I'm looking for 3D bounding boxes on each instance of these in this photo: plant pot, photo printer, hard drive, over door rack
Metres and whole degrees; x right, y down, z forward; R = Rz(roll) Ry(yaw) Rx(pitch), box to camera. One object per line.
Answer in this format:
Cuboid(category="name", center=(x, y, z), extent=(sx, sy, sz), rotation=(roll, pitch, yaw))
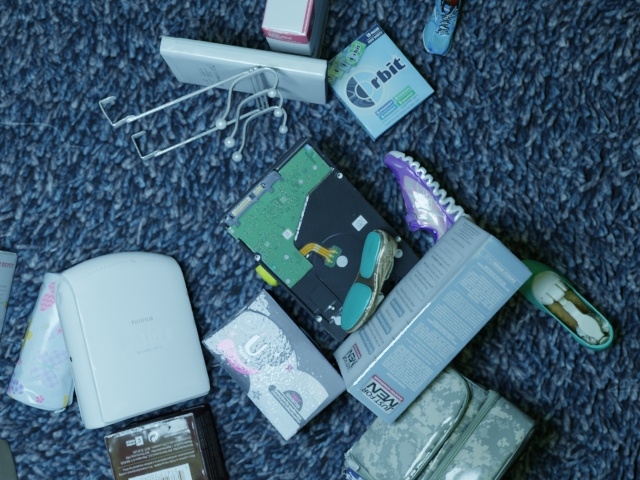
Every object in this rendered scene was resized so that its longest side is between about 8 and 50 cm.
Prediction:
Cuboid(category="plant pot", center=(-0.660, 0.437, 1.599), extent=(0.109, 0.109, 0.096), rotation=(-6, 73, 1))
Cuboid(category="photo printer", center=(-0.357, 0.174, 1.556), extent=(0.256, 0.107, 0.307), rotation=(-9, 82, -42))
Cuboid(category="hard drive", center=(0.000, 0.000, 1.586), extent=(0.237, 0.064, 0.339), rotation=(-46, 109, -4))
Cuboid(category="hard drive", center=(-0.140, -0.329, 1.603), extent=(0.308, 0.203, 0.040), rotation=(9, 85, 2))
Cuboid(category="over door rack", center=(-0.226, -0.220, 1.581), extent=(0.324, 0.239, 0.108), rotation=(-12, 79, -1))

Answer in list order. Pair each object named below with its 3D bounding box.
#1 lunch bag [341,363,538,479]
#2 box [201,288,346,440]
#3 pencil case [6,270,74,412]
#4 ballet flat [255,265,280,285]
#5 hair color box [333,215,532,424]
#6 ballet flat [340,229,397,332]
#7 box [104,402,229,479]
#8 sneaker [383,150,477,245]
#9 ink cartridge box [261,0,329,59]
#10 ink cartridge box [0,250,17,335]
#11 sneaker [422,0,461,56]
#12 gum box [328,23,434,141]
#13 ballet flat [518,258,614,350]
Cuboid(category="lunch bag", center=(0.220, 0.387, 1.542), extent=(0.256, 0.212, 0.305), rotation=(36, 85, 21))
Cuboid(category="box", center=(-0.085, 0.235, 1.584), extent=(0.163, 0.142, 0.247), rotation=(-41, 85, -3))
Cuboid(category="pencil case", center=(-0.515, 0.194, 1.611), extent=(0.124, 0.113, 0.273), rotation=(20, 84, -26))
Cuboid(category="ballet flat", center=(-0.059, -0.020, 1.644), extent=(0.077, 0.077, 0.231), rotation=(27, 88, 19))
Cuboid(category="hair color box", center=(0.198, 0.141, 1.527), extent=(0.114, 0.185, 0.374), rotation=(42, 95, -14))
Cuboid(category="ballet flat", center=(0.100, 0.082, 1.563), extent=(0.067, 0.073, 0.206), rotation=(12, 102, -40))
Cuboid(category="box", center=(-0.283, 0.413, 1.541), extent=(0.169, 0.203, 0.167), rotation=(-15, 85, -1))
Cuboid(category="sneaker", center=(0.200, -0.074, 1.636), extent=(0.104, 0.095, 0.236), rotation=(-43, 87, 5))
Cuboid(category="ink cartridge box", center=(-0.044, -0.443, 1.605), extent=(0.092, 0.218, 0.158), rotation=(10, 85, 7))
Cuboid(category="ink cartridge box", center=(-0.679, 0.116, 1.598), extent=(0.093, 0.154, 0.212), rotation=(12, 86, 4))
Cuboid(category="sneaker", center=(0.249, -0.455, 1.673), extent=(0.063, 0.073, 0.162), rotation=(11, 85, 2))
Cuboid(category="gum box", center=(0.113, -0.322, 1.680), extent=(0.157, 0.041, 0.184), rotation=(-38, 85, -2))
Cuboid(category="ballet flat", center=(0.481, 0.122, 1.612), extent=(0.247, 0.087, 0.083), rotation=(42, 87, 4))
